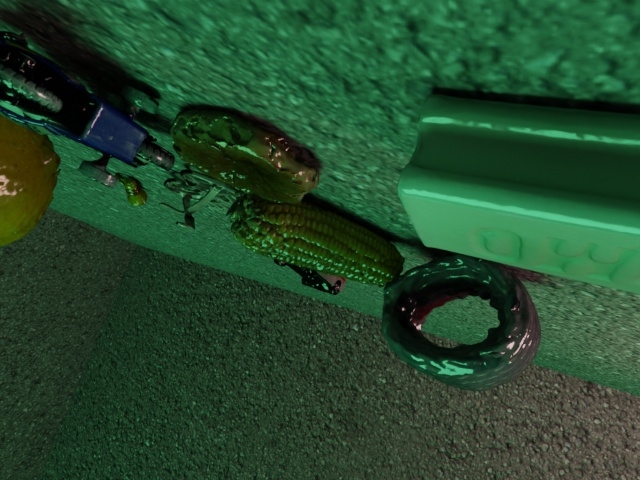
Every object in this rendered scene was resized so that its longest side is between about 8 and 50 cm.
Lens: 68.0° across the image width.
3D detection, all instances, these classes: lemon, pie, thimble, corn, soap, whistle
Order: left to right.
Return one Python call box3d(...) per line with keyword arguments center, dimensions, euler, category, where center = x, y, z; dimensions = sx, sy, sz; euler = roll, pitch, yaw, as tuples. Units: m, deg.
box3d(center=(-0.567, -0.109, 0.713), dimensions=(0.321, 0.268, 0.268), euler=(-6, 178, -20), category="lemon")
box3d(center=(-0.436, -0.125, 1.094), dimensions=(0.046, 0.057, 0.109), euler=(-24, 167, -15), category="whistle")
box3d(center=(-0.091, -0.100, 0.594), dimensions=(0.195, 0.046, 0.195), euler=(17, 168, 4), category="pie")
box3d(center=(0.000, 0.000, 0.776), dimensions=(0.317, 0.115, 0.115), euler=(18, 170, -25), category="corn")
box3d(center=(0.223, 0.128, 0.770), dimensions=(0.236, 0.205, 0.172), euler=(5, 161, 35), category="thimble")
box3d(center=(0.209, -0.024, 0.362), dimensions=(0.265, 0.088, 0.160), euler=(14, 167, 24), category="soap")

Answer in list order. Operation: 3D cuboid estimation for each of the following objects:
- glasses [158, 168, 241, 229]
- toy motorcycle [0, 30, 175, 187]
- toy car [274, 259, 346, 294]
box3d(center=(-0.196, -0.056, 0.866), dimensions=(0.162, 0.095, 0.255), euler=(16, 174, -30), category="glasses")
box3d(center=(-0.285, -0.148, 0.537), dimensions=(0.169, 0.113, 0.315), euler=(27, 179, 10), category="toy motorcycle")
box3d(center=(-0.009, 0.033, 0.965), dimensions=(0.089, 0.108, 0.209), euler=(15, 164, 29), category="toy car")
